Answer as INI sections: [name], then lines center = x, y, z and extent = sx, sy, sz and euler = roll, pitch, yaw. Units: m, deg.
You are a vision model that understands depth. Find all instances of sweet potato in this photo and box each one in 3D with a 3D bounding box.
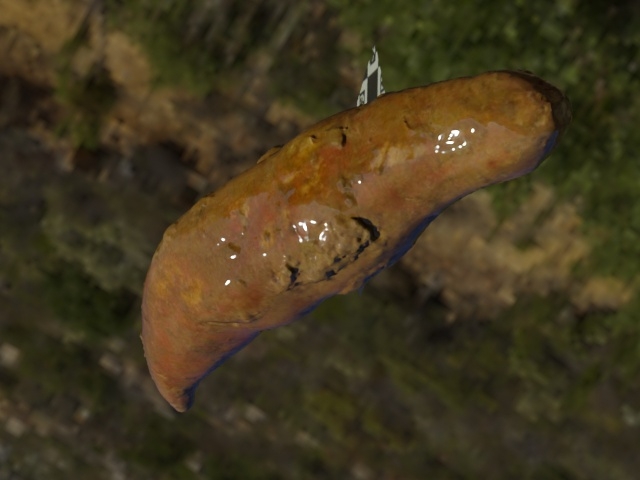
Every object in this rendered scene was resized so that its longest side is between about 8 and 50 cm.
[sweet potato]
center = -0.013, -0.006, 1.084
extent = 0.106, 0.354, 0.095
euler = 35, -139, -22

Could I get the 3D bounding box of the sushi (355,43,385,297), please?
[sushi]
center = 0.043, -0.046, 1.300
extent = 0.026, 0.120, 0.126
euler = 3, -135, -13
